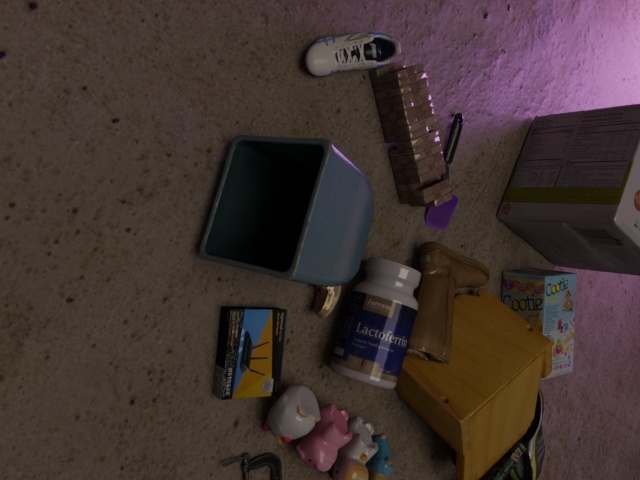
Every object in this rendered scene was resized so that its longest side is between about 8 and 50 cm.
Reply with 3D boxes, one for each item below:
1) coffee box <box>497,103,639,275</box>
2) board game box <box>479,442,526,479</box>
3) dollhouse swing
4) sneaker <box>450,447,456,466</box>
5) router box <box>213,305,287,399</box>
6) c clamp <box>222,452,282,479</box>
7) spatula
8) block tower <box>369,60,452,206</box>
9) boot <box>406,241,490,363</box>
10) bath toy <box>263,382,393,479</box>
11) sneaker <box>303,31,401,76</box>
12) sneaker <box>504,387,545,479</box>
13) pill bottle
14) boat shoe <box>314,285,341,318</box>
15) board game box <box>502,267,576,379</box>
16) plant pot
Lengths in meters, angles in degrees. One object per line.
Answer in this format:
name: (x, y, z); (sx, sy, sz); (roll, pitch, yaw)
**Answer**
coffee box: (0.756, -0.128, 1.619); (0.337, 0.338, 0.334); (31, 76, -32)
board game box: (0.430, 0.641, 1.587); (0.030, 0.136, 0.259); (46, 64, 8)
dollhouse swing: (0.375, 0.376, 1.537); (0.346, 0.315, 0.305); (-31, 146, -28)
sneaker: (0.364, 0.523, 1.584); (0.058, 0.052, 0.135); (13, 75, -59)
router box: (-0.141, 0.223, 1.212); (0.133, 0.046, 0.179); (5, 91, -35)
c clamp: (-0.138, 0.514, 1.256); (0.137, 0.022, 0.161); (-12, 99, -38)
spatula: (0.319, -0.174, 1.503); (0.084, 0.030, 0.297); (11, 88, -32)
block tower: (0.211, -0.240, 1.387); (0.091, 0.097, 0.336); (-25, 106, -31)
boot: (0.305, 0.165, 1.447); (0.236, 0.089, 0.270); (23, 63, -26)
bath toy: (0.012, 0.437, 1.294); (0.348, 0.129, 0.151); (41, 27, -32)
sneaker: (0.070, -0.402, 1.283); (0.237, 0.086, 0.085); (-20, 107, -30)
sneaker: (0.587, 0.557, 1.716); (0.121, 0.111, 0.300); (6, 92, -51)
pill bottle: (0.128, 0.180, 1.328); (0.153, 0.153, 0.265); (22, 81, -34)
boat shoe: (0.012, 0.082, 1.300); (0.059, 0.063, 0.170); (28, 69, -30)
board game box: (0.598, 0.222, 1.658); (0.144, 0.142, 0.275); (-2, 95, -34)
plant pot: (-0.033, -0.036, 1.156); (0.252, 0.247, 0.247); (24, 79, -49)
